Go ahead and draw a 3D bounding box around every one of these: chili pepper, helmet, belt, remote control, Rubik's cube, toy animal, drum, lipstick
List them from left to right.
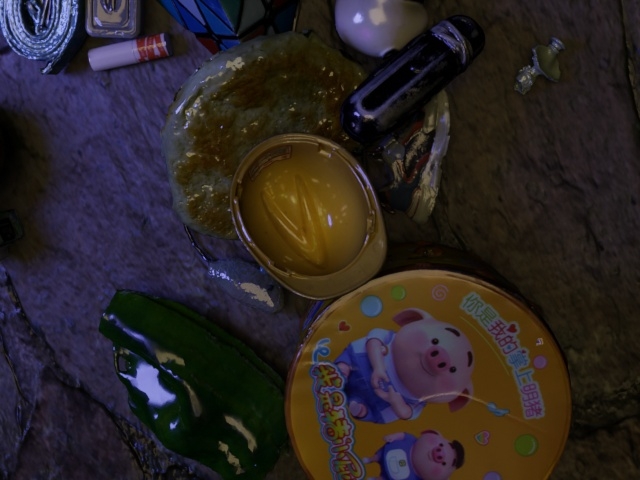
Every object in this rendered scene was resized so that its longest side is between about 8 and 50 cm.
[{"bbox_3d":[-0.438,-0.369,1.250,0.147,0.082,0.163,39,101,-1],"label":"belt"},{"bbox_3d":[-0.307,-0.305,1.270,0.130,0.038,0.039,-10,97,6],"label":"lipstick"},{"bbox_3d":[-0.208,0.243,1.271,0.384,0.167,0.213,36,97,0],"label":"chili pepper"},{"bbox_3d":[-0.157,0.034,1.298,0.253,0.070,0.079,43,64,10],"label":"toy animal"},{"bbox_3d":[-0.111,-0.410,1.234,0.250,0.284,0.234,36,78,32],"label":"Rubik's cube"},{"bbox_3d":[-0.020,-0.021,1.148,0.205,0.140,0.257,-26,76,-11],"label":"helmet"},{"bbox_3d":[0.089,-0.371,1.190,0.165,0.138,0.179,22,108,21],"label":"toy animal"},{"bbox_3d":[0.139,-0.245,1.147,0.266,0.066,0.090,-41,86,-9],"label":"remote control"},{"bbox_3d":[0.155,0.221,1.204,0.430,0.214,0.432,0,102,2],"label":"drum"}]

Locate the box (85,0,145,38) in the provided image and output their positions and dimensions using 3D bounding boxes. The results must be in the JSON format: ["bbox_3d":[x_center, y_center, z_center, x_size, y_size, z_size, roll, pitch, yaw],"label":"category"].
[{"bbox_3d":[-0.323,-0.382,1.249,0.089,0.062,0.122,4,97,4],"label":"box"}]

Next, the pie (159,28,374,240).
[{"bbox_3d":[-0.086,-0.158,1.192,0.371,0.078,0.296,-36,129,6],"label":"pie"}]

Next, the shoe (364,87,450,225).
[{"bbox_3d":[0.134,-0.142,1.225,0.125,0.099,0.228,8,96,6],"label":"shoe"}]

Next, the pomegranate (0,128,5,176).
[{"bbox_3d":[-0.632,-0.167,1.245,0.230,0.231,0.286,-32,66,8],"label":"pomegranate"}]

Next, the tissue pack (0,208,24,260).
[{"bbox_3d":[-0.552,0.000,1.294,0.085,0.111,0.079,-20,97,7],"label":"tissue pack"}]

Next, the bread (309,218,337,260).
[{"bbox_3d":[0.000,0.000,1.257,0.177,0.084,0.119,-34,65,9],"label":"bread"}]

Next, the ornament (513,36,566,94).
[{"bbox_3d":[0.344,-0.273,1.221,0.092,0.041,0.069,-25,118,-4],"label":"ornament"}]
